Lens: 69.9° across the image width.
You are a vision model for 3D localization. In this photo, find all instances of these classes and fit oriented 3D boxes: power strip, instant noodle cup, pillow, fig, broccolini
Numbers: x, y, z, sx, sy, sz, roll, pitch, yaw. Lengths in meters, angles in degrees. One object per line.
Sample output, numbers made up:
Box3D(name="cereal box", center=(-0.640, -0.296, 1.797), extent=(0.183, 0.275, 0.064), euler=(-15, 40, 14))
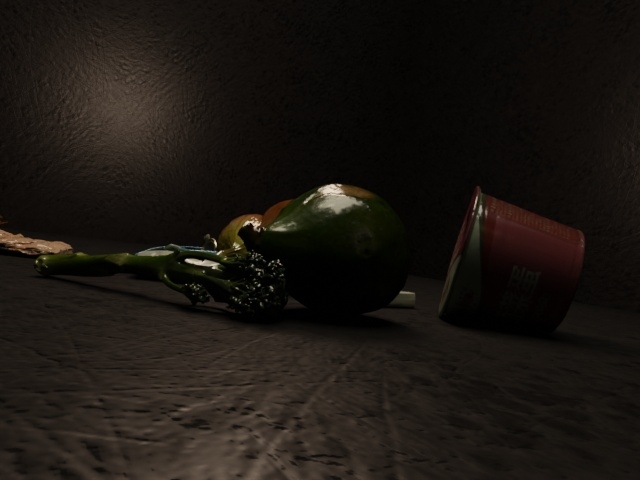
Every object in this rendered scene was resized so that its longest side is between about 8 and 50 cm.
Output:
Box3D(name="power strip", center=(0.110, 0.106, 0.852), extent=(0.191, 0.030, 0.047), euler=(9, -3, -38))
Box3D(name="instant noodle cup", center=(0.315, 0.043, 0.772), extent=(0.178, 0.235, 0.235), euler=(17, 1, 15))
Box3D(name="pillow", center=(-0.223, 0.052, 0.848), extent=(0.229, 0.051, 0.128), euler=(8, -3, -8))
Box3D(name="pillow", center=(-0.643, 0.007, 0.942), extent=(0.232, 0.043, 0.126), euler=(10, 3, -6))
Box3D(name="fig", center=(0.000, 0.017, 0.625), extent=(0.244, 0.195, 0.195), euler=(-5, 6, -35))
Box3D(name="broccolini", center=(-0.223, 0.053, 0.582), extent=(0.392, 0.079, 0.074), euler=(-1, 7, 21))
Box3D(name="fig", center=(-0.174, 0.036, 1.032), extent=(0.160, 0.143, 0.231), euler=(11, 34, 8))

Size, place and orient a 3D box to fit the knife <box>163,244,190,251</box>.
Box3D(name="knife", center=(-0.252, 0.024, 0.873), extent=(0.027, 0.010, 0.096), euler=(-21, -28, 36))

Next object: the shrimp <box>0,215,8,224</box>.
Box3D(name="shrimp", center=(-0.684, -0.022, 0.795), extent=(0.152, 0.063, 0.287), euler=(1, 9, -2))

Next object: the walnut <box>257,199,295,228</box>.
Box3D(name="walnut", center=(-0.015, 0.010, 0.940), extent=(0.298, 0.203, 0.203), euler=(19, -9, -42))

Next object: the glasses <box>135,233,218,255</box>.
Box3D(name="glasses", center=(-0.369, 0.051, 1.224), extent=(0.220, 0.088, 0.189), euler=(-15, 11, -28))
